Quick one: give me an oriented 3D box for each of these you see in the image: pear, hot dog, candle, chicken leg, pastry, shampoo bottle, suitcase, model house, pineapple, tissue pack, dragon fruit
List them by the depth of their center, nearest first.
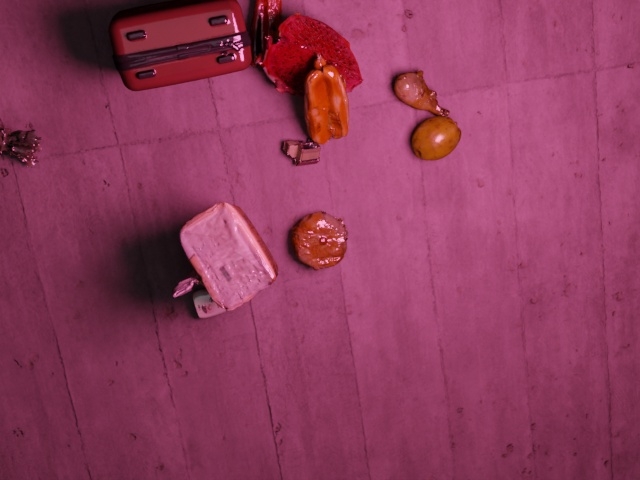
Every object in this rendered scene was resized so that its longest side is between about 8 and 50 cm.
[{"bbox_3d":[-0.308,-0.445,1.500,0.297,0.236,0.161,-14,116,-7],"label":"suitcase"},{"bbox_3d":[-0.813,-0.240,1.507,0.361,0.175,0.175,8,101,-25],"label":"pineapple"},{"bbox_3d":[-0.236,0.052,1.567,0.238,0.305,0.239,0,91,-2],"label":"tissue pack"},{"bbox_3d":[0.012,-0.324,1.593,0.109,0.072,0.269,-17,146,-6],"label":"hot dog"},{"bbox_3d":[-0.127,-0.556,1.594,0.084,0.059,0.302,-1,104,-26],"label":"candle"},{"bbox_3d":[-0.047,-0.432,1.600,0.274,0.161,0.126,18,55,-35],"label":"dragon fruit"},{"bbox_3d":[-0.048,-0.218,1.694,0.083,0.057,0.058,-13,133,-26],"label":"model house"},{"bbox_3d":[0.260,-0.366,1.707,0.178,0.070,0.093,32,89,-22],"label":"chicken leg"},{"bbox_3d":[0.293,-0.261,1.716,0.131,0.107,0.107,-39,106,1],"label":"pear"},{"bbox_3d":[-0.002,0.000,1.734,0.153,0.081,0.153,-2,112,-4],"label":"pastry"},{"bbox_3d":[-0.248,0.148,1.742,0.152,0.045,0.077,-16,103,-8],"label":"shampoo bottle"}]
